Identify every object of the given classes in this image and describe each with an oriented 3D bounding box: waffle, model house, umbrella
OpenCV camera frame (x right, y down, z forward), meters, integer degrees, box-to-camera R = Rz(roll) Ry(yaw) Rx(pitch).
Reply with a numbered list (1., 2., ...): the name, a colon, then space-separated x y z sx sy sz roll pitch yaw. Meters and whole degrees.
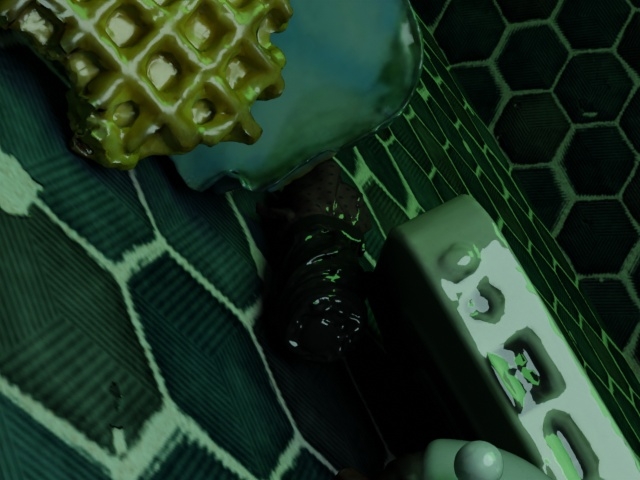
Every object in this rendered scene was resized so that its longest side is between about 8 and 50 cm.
1. waffle: -0.128 -0.179 0.868 0.291 0.291 0.051 48 -20 -25
2. model house: -0.046 -0.174 1.070 0.261 0.226 0.241 59 5 3
3. umbrella: 0.000 0.000 1.086 0.326 0.094 0.090 -90 157 -63

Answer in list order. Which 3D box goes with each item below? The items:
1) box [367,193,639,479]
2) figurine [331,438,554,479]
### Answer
1. box: 0.156 0.163 1.024 0.367 0.090 0.373 59 -6 9
2. figurine: 0.122 0.262 0.793 0.370 0.167 0.281 57 17 -32
